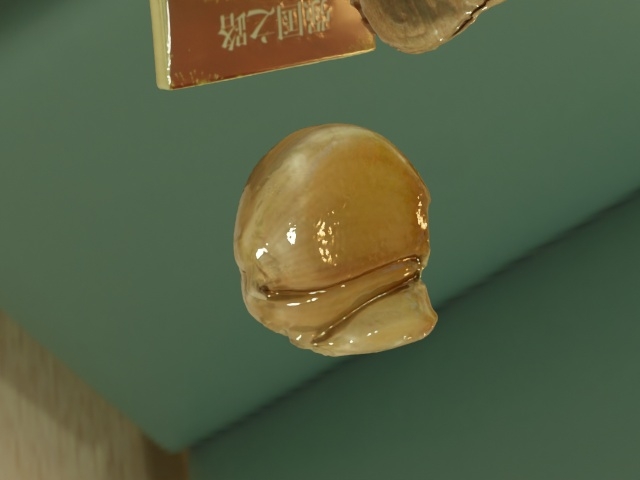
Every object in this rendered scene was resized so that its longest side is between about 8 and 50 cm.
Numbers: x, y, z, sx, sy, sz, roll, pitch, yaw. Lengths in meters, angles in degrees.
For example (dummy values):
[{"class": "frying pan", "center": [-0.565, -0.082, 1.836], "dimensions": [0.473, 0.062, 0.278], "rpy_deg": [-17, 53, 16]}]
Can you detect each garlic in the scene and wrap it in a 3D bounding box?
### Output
[{"class": "garlic", "center": [0.000, 0.000, 1.677], "dimensions": [0.228, 0.110, 0.217], "rpy_deg": [-3, 95, -40]}]

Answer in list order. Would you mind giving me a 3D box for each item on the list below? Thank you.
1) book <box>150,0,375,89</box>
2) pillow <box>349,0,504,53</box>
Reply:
[{"class": "book", "center": [-0.058, -0.340, 1.651], "dimensions": [0.262, 0.028, 0.374], "rpy_deg": [-17, 108, -41]}, {"class": "pillow", "center": [0.103, -0.181, 0.908], "dimensions": [0.211, 0.135, 0.034], "rpy_deg": [-23, 154, 9]}]
